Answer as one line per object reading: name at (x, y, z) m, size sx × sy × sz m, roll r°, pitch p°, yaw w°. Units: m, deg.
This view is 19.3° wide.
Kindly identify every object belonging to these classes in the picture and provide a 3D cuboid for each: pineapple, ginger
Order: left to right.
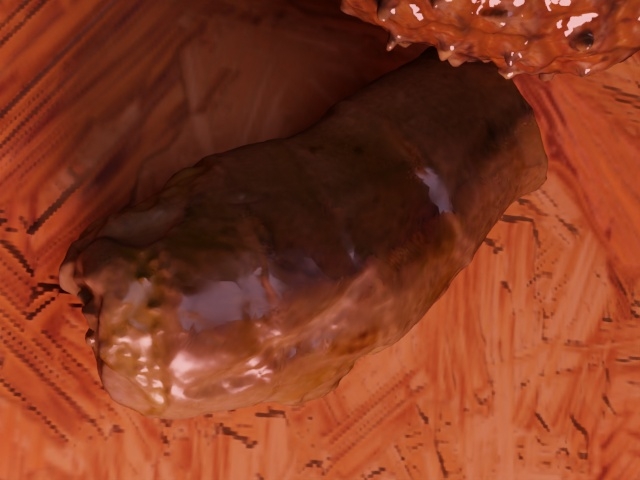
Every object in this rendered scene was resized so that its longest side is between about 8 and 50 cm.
ginger at (0.000, 0.000, 0.884) m, size 0.263 × 0.116 × 0.109 m, roll -32°, pitch 146°, yaw -32°
pineapple at (0.019, -0.166, 0.848) m, size 0.278 × 0.158 × 0.158 m, roll 12°, pitch 84°, yaw -10°
